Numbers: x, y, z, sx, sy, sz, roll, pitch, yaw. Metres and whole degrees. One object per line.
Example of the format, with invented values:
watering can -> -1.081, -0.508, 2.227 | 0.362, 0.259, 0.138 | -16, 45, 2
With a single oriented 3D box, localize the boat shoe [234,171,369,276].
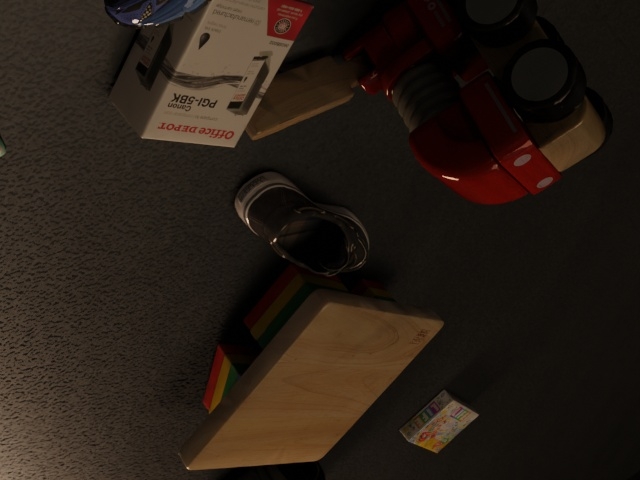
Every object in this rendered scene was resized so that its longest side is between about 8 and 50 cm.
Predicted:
boat shoe -> 0.000, 0.000, 0.970 | 0.080, 0.076, 0.228 | -43, 149, 5

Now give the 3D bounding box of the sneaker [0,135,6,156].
sneaker -> -0.266, -0.067, 0.640 | 0.069, 0.038, 0.098 | -43, 140, 8

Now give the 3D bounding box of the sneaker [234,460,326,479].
sneaker -> -0.029, 0.384, 1.403 | 0.147, 0.104, 0.296 | -42, 145, 13

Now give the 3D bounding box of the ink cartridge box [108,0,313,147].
ink cartridge box -> -0.083, -0.141, 0.719 | 0.099, 0.056, 0.135 | -1, 131, -48

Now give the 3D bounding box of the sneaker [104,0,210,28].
sneaker -> -0.080, -0.234, 0.598 | 0.087, 0.083, 0.221 | 21, 110, -41

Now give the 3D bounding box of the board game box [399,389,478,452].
board game box -> 0.206, 0.312, 1.643 | 0.103, 0.026, 0.154 | -44, 149, 6

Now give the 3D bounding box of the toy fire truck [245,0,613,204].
toy fire truck -> 0.076, -0.119, 0.788 | 0.246, 0.217, 0.158 | -33, 152, 18

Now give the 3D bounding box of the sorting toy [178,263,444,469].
sorting toy -> -0.021, 0.146, 1.124 | 0.255, 0.089, 0.257 | -50, 148, 17
